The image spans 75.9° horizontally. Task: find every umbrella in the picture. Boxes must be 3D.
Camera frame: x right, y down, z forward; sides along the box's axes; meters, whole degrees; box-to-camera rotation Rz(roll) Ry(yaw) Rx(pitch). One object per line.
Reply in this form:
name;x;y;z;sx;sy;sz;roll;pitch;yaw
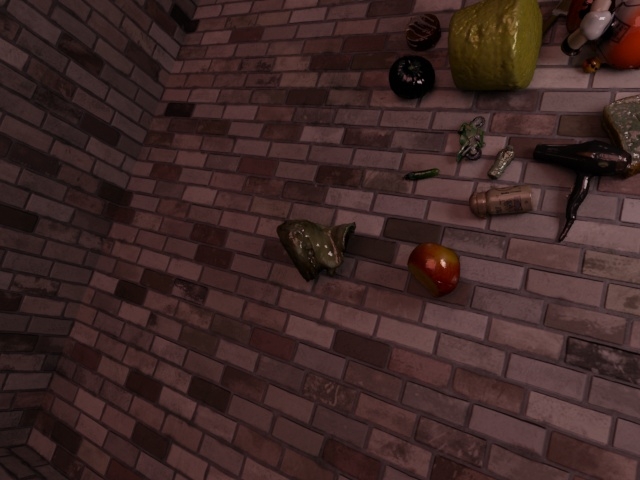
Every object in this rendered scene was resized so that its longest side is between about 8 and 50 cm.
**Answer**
umbrella;0.687;-0.298;1.554;0.143;0.062;0.067;-61;30;-2

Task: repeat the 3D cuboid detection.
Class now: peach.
peach;0.407;0.106;1.488;0.190;0.190;0.192;7;79;27

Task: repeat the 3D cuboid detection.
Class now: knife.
knife;0.956;-0.906;1.630;0.061;0.027;0.343;37;89;32

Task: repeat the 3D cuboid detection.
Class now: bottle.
bottle;0.655;-0.138;1.499;0.209;0.097;0.109;-6;115;25

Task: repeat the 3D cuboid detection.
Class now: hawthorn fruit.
hawthorn fruit;0.992;-0.860;1.507;0.157;0.193;0.156;-15;36;11

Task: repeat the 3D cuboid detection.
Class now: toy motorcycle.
toy motorcycle;0.592;-0.402;1.624;0.106;0.074;0.190;2;76;36

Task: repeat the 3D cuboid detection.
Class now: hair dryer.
hair dryer;0.846;-0.172;1.415;0.304;0.120;0.359;22;99;47

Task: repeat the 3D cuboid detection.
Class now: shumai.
shumai;0.000;0.000;1.703;0.289;0.330;0.291;-32;100;-7

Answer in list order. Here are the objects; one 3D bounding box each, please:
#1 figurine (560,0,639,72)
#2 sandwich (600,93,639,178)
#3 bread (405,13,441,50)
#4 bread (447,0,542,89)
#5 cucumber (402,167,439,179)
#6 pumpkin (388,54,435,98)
figurine;1.041;-0.711;1.397;0.324;0.320;0.196;17;46;2
sandwich;1.123;-0.377;1.343;0.301;0.099;0.271;-17;71;22
bread;0.459;-0.941;1.852;0.161;0.073;0.160;-8;72;24
bread;0.654;-0.747;1.552;0.308;0.348;0.347;11;79;33
cucumber;0.410;-0.269;1.687;0.155;0.037;0.037;-7;71;24
pumpkin;0.393;-0.703;1.773;0.202;0.140;0.201;-4;69;9
